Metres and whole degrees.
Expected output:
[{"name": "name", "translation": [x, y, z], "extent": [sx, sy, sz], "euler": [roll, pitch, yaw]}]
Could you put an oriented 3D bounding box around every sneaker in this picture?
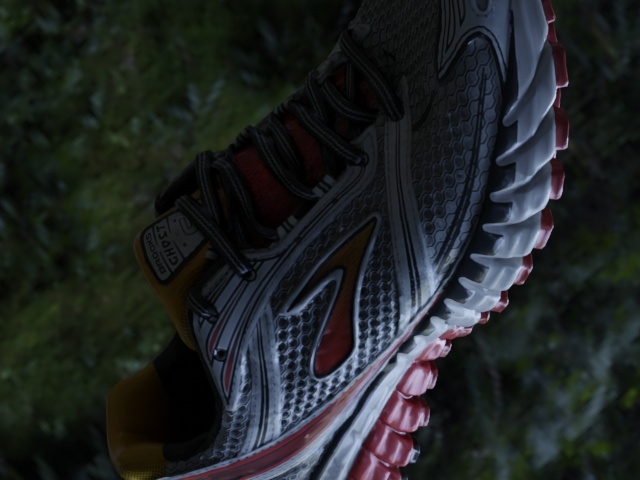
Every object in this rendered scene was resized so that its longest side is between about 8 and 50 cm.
[{"name": "sneaker", "translation": [0.000, 0.000, 0.495], "extent": [0.088, 0.092, 0.225], "euler": [-110, -145, -51]}]
